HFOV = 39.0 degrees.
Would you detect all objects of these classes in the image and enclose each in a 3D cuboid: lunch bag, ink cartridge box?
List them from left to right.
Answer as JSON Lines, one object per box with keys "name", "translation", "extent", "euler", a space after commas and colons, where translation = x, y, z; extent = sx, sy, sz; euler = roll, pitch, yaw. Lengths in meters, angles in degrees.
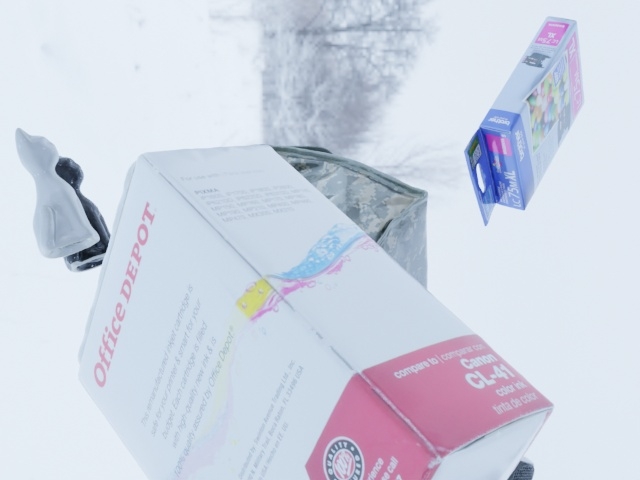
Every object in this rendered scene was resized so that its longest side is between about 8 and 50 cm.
{"name": "ink cartridge box", "translation": [-0.027, 0.104, 0.635], "extent": [0.306, 0.131, 0.226], "euler": [46, -54, 32]}
{"name": "lunch bag", "translation": [0.000, 0.000, 1.274], "extent": [0.169, 0.287, 0.235], "euler": [-46, 147, -31]}
{"name": "ink cartridge box", "translation": [0.335, -0.186, 1.447], "extent": [0.311, 0.065, 0.186], "euler": [-54, 143, -24]}

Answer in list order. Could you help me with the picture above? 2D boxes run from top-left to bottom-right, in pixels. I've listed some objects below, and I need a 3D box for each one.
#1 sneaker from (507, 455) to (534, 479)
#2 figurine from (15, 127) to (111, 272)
{"name": "sneaker", "translation": [0.183, 0.295, 0.885], "extent": [0.077, 0.072, 0.178], "euler": [31, -64, 50]}
{"name": "figurine", "translation": [-0.419, -0.069, 1.457], "extent": [0.215, 0.092, 0.209], "euler": [78, -11, -79]}
